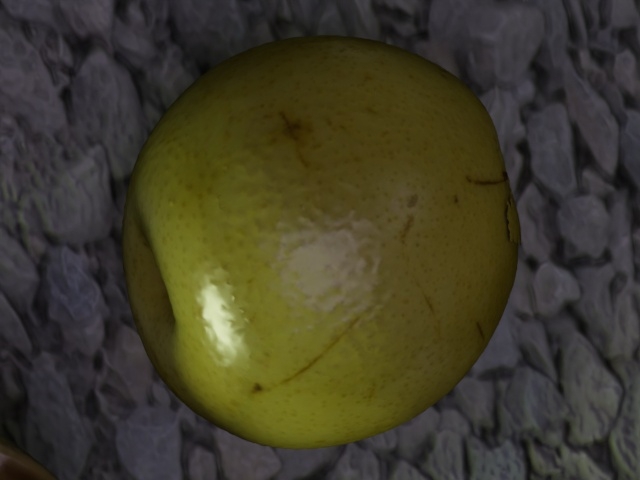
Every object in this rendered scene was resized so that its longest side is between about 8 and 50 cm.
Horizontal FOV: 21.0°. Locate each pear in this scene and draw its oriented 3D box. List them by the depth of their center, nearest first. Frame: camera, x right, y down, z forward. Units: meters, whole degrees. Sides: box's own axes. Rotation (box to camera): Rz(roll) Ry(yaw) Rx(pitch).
[{"bbox_3d":[0.000,0.000,1.427,0.348,0.348,0.348,-2,104,-10],"label":"pear"}]

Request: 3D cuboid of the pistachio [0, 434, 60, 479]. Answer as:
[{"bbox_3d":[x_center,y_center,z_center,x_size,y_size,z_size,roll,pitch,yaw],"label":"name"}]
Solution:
[{"bbox_3d":[-0.369,0.281,1.425,0.365,0.281,0.445,-26,136,21],"label":"pistachio"}]
